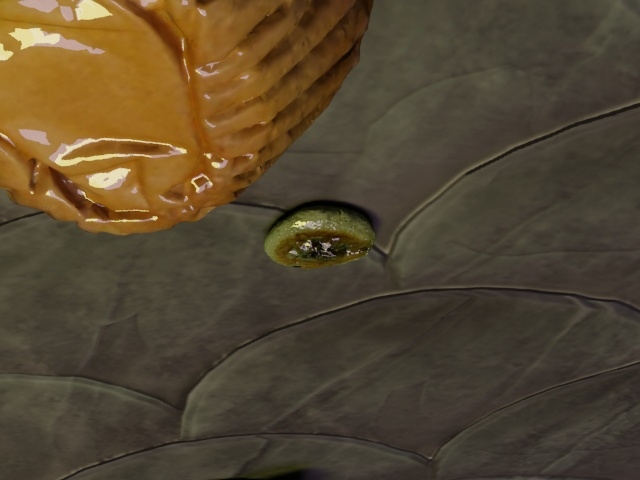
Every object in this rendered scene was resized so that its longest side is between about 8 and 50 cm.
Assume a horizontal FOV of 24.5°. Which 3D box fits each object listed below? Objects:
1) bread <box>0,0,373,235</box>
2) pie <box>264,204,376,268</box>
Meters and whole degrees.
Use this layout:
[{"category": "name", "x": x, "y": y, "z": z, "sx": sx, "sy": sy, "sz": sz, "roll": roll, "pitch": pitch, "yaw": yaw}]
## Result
[{"category": "bread", "x": -0.105, "y": -0.108, "z": 0.761, "sx": 0.274, "sy": 0.149, "sz": 0.274, "roll": -1, "pitch": 147, "yaw": -1}, {"category": "pie", "x": 0.000, "y": 0.001, "z": 1.094, "sx": 0.084, "sy": 0.021, "sz": 0.084, "roll": -6, "pitch": 150, "yaw": -3}]
